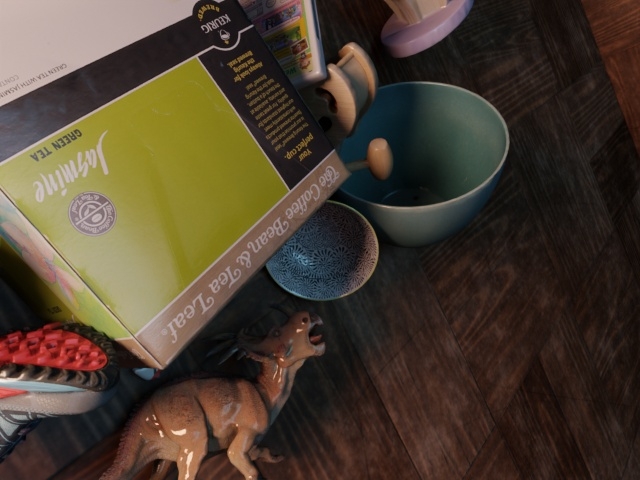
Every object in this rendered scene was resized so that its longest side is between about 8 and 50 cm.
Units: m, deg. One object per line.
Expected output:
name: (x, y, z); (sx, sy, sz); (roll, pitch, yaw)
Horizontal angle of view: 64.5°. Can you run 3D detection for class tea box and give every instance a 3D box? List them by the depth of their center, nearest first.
tea box: (-0.197, -0.087, 0.554); (0.323, 0.220, 0.329); (55, 51, -15)

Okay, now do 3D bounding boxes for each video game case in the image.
video game case: (-0.097, -0.279, 0.696); (0.023, 0.212, 0.193); (4, 76, -58)

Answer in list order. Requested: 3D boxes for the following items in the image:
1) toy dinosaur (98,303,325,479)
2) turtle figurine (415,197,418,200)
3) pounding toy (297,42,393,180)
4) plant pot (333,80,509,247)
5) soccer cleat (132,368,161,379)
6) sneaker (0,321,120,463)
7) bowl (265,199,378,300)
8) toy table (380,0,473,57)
toy dinosaur: (-0.135, 0.199, 0.612); (0.296, 0.127, 0.200); (-10, 78, -30)
turtle figurine: (0.249, -0.146, 1.008); (0.118, 0.175, 0.234); (34, 66, -62)
pounding toy: (-0.020, -0.182, 0.711); (0.155, 0.270, 0.154); (-54, 158, -35)
plant pot: (0.153, -0.100, 0.854); (0.195, 0.290, 0.290); (75, 35, -51)
soccer cleat: (-0.202, 0.130, 0.625); (0.036, 0.029, 0.083); (33, 64, -35)
sneaker: (-0.284, 0.146, 0.437); (0.104, 0.262, 0.125); (-52, 134, -73)
bowl: (0.000, 0.000, 0.771); (0.170, 0.170, 0.080); (46, 19, -23)
toy table: (0.187, -0.502, 0.996); (0.161, 0.252, 0.274); (57, 38, -36)
